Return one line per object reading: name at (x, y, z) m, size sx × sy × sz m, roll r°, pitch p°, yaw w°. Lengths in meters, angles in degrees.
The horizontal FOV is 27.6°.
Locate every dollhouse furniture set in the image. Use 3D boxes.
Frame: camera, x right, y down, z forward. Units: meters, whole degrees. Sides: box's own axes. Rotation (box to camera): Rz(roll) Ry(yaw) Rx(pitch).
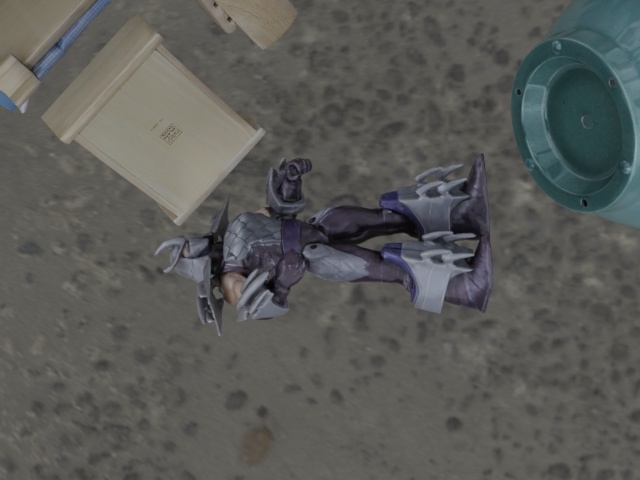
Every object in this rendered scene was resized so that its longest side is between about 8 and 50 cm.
dollhouse furniture set at (-0.200, -0.221, 1.377) m, size 0.286 × 0.303 × 0.198 m, roll -47°, pitch 142°, yaw 2°

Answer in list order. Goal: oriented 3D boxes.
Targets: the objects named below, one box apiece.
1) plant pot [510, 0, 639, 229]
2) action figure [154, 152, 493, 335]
plant pot at (0.315, -0.134, 1.286) m, size 0.196 × 0.293 × 0.293 m, roll -17°, pitch 102°, yaw -30°
action figure at (0.000, 0.000, 1.095) m, size 0.285 × 0.185 × 0.099 m, roll -4°, pitch 135°, yaw 6°
